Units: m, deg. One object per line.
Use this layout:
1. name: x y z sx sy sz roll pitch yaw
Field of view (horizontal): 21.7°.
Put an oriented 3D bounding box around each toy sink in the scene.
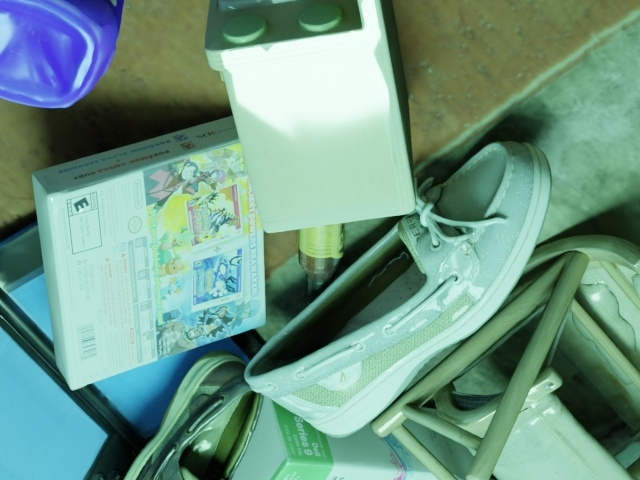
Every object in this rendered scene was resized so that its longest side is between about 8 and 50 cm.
1. toy sink: -0.010 -0.147 1.260 0.131 0.152 0.234 -8 129 6

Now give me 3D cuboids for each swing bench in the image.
1. swing bench: 0.233 0.160 1.481 0.254 0.165 0.253 -50 120 -12

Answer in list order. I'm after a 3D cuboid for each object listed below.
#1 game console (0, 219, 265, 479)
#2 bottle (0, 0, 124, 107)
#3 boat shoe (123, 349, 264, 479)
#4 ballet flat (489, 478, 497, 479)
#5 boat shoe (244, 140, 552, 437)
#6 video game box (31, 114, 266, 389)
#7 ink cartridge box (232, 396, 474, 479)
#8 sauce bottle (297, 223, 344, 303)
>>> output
1. game console: -0.206 0.137 1.477 0.173 0.250 0.293 -8 133 40
2. bottle: -0.186 -0.203 1.128 0.118 0.283 0.092 19 125 -16
3. boat shoe: -0.117 0.208 1.492 0.080 0.073 0.223 23 95 -33
4. ballet flat: 0.108 0.325 1.678 0.247 0.083 0.087 -41 161 7
5. boat shoe: 0.068 0.035 1.412 0.103 0.118 0.320 29 117 -29
6. video game box: -0.138 0.010 1.398 0.187 0.048 0.205 -16 129 -21
7. ink cartridge box: 0.018 0.228 1.563 0.212 0.093 0.154 9 131 -31
8. sauce bottle: 0.000 0.000 1.447 0.042 0.042 0.128 1 131 -1
